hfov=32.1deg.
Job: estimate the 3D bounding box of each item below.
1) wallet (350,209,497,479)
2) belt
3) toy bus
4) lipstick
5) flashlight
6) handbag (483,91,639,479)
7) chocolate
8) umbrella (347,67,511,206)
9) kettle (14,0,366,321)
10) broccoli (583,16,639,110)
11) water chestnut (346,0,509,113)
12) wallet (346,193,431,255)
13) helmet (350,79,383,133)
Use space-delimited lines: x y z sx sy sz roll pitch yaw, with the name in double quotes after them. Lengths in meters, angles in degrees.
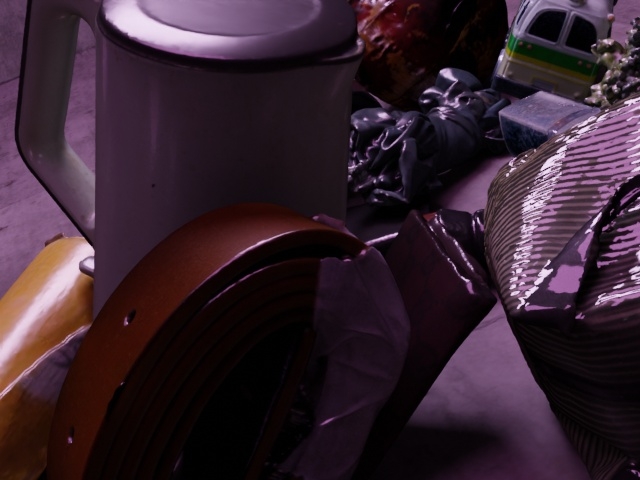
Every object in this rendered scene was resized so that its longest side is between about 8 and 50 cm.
0.056 0.099 0.950 0.229 0.049 0.182 -58 21 14 "wallet"
-0.073 0.130 0.846 0.339 0.217 0.122 -62 29 5 "belt"
0.325 -0.291 1.503 0.133 0.165 0.276 19 32 4 "toy bus"
0.313 -0.105 1.278 0.076 0.078 0.289 -26 26 -14 "lipstick"
0.220 -0.009 1.144 0.231 0.093 0.093 -12 25 15 "flashlight"
0.287 0.025 0.825 0.340 0.247 0.240 -23 19 22 "handbag"
-0.315 0.178 1.120 0.162 0.162 0.445 -7 32 26 "chocolate"
0.117 -0.122 1.384 0.348 0.094 0.143 -25 42 -38 "umbrella"
-0.136 -0.064 1.053 0.361 0.377 0.250 23 37 25 "kettle"
0.550 -0.265 1.318 0.353 0.275 0.397 20 28 41 "broccoli"
0.145 -0.331 1.652 0.289 0.289 0.244 -34 38 -29 "water chestnut"
0.000 -0.001 1.360 0.285 0.030 0.146 -15 26 10 "wallet"
-0.019 -0.133 1.460 0.189 0.193 0.216 -33 -13 -37 "helmet"
